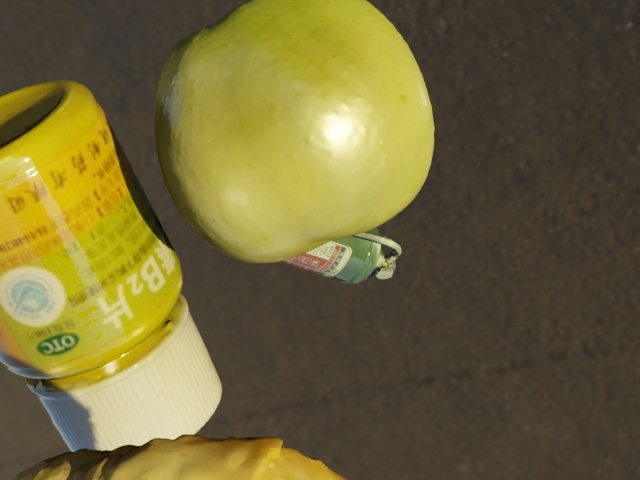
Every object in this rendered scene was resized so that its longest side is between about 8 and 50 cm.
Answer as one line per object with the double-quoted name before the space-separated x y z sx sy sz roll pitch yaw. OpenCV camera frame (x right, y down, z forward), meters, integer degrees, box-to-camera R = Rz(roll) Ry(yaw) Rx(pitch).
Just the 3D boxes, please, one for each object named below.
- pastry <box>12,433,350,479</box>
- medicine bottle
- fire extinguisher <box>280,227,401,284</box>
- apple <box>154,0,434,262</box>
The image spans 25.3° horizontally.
"pastry" -0.093 0.264 1.010 0.316 0.184 0.284 -8 143 22
"medicine bottle" -0.264 0.043 1.518 0.224 0.224 0.384 7 129 47
"fire extinguisher" 0.000 0.000 1.818 0.294 0.093 0.118 19 144 -32
"apple" -0.025 -0.116 1.415 0.254 0.292 0.292 62 149 -1
